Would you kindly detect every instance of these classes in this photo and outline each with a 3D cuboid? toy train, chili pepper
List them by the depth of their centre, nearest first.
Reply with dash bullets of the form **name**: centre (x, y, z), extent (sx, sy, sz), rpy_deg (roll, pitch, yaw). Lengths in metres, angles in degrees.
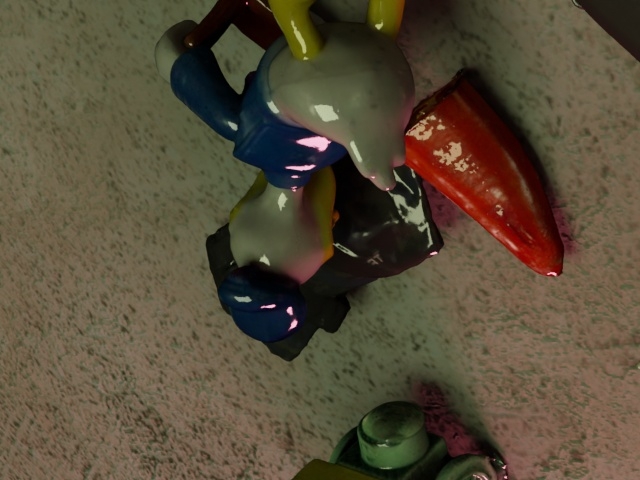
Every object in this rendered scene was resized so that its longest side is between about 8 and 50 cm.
- **chili pepper**: centre (0.128, -0.037, 1.322), extent (0.169, 0.065, 0.088), rpy_deg (49, 132, -9)
- **toy train**: centre (0.055, 0.341, 1.556), extent (0.160, 0.253, 0.397), rpy_deg (14, 129, 36)

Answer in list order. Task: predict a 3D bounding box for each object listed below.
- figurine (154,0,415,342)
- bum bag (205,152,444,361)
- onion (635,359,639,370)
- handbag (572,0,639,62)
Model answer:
- **figurine**: centre (-0.043, -0.085, 1.295), extent (0.283, 0.204, 0.338), rpy_deg (38, 126, 53)
- **bum bag**: centre (0.000, 0.000, 1.464), extent (0.137, 0.074, 0.310), rpy_deg (56, 141, 5)
- **onion**: centre (0.335, 0.067, 1.120), extent (0.207, 0.200, 0.201), rpy_deg (49, 152, 47)
- **handbag**: centre (0.261, -0.186, 1.050), extent (0.308, 0.093, 0.254), rpy_deg (44, 143, 5)
